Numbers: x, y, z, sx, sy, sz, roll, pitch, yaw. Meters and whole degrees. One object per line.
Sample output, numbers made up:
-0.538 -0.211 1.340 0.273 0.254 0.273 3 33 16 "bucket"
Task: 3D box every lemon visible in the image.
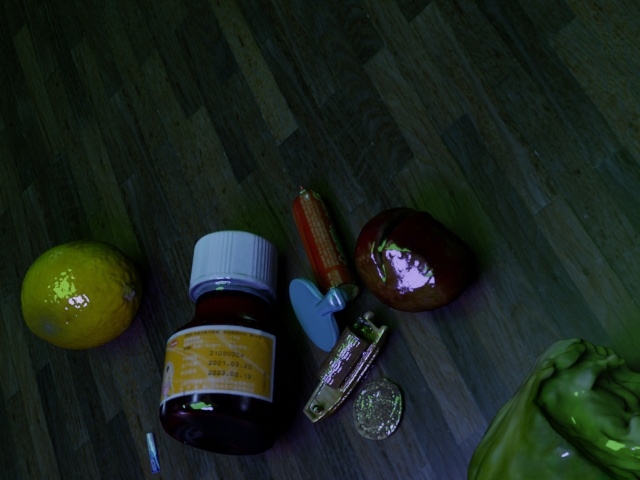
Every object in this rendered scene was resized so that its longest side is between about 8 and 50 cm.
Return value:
-0.524 0.118 2.129 0.267 0.267 0.268 -13 69 36 "lemon"

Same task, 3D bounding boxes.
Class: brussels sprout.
0.350 0.317 1.301 0.371 0.275 0.315 -74 6 -54 "brussels sprout"

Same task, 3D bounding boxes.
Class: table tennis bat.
0.000 0.124 1.748 0.149 0.038 0.237 62 159 7 "table tennis bat"

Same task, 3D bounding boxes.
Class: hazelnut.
0.163 0.036 1.657 0.203 0.178 0.178 14 86 36 "hazelnut"

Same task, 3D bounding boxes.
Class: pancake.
0.100 0.298 1.716 0.114 0.011 0.115 -13 69 36 "pancake"

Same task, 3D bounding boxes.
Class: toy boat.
0.039 0.228 1.738 0.068 0.088 0.226 43 104 38 "toy boat"

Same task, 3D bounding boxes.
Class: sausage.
0.000 0.000 1.845 0.083 0.083 0.264 -37 55 25 "sausage"

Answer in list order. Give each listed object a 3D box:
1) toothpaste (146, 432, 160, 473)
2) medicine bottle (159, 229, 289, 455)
-0.354 0.448 2.042 0.024 0.015 0.083 -27 67 29 "toothpaste"
-0.170 0.187 1.841 0.242 0.242 0.395 -20 50 33 "medicine bottle"
